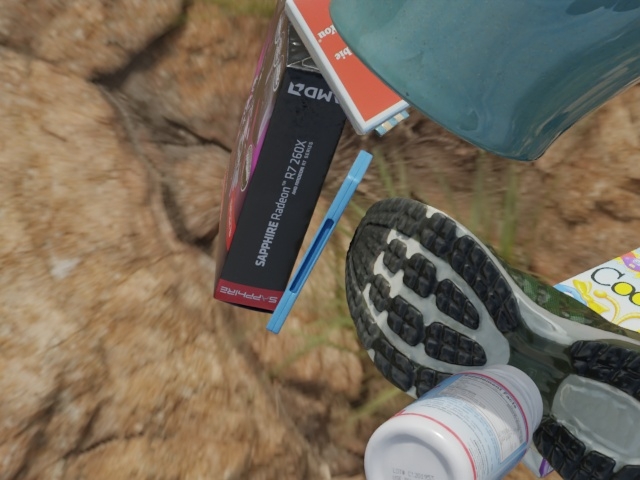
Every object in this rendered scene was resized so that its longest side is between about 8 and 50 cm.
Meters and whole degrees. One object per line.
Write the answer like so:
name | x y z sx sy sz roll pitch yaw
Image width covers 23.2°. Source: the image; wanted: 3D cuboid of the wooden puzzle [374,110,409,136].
wooden puzzle | 0.070 -0.150 1.813 0.083 0.006 0.049 -38 80 -28

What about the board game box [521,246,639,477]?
board game box | 0.318 0.136 1.821 0.275 0.144 0.142 -20 136 -36

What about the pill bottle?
pill bottle | 0.107 0.149 1.182 0.087 0.160 0.087 10 109 29

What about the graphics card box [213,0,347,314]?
graphics card box | -0.043 -0.123 1.876 0.094 0.233 0.371 13 131 -10

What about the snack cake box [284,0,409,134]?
snack cake box | 0.114 -0.234 1.541 0.264 0.089 0.152 -31 93 -1

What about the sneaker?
sneaker | 0.193 0.100 1.380 0.410 0.182 0.158 37 106 30

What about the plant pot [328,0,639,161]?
plant pot | 0.148 -0.201 1.026 0.271 0.272 0.255 34 112 -3

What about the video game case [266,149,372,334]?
video game case | 0.000 0.000 1.470 0.015 0.119 0.166 28 106 -1
